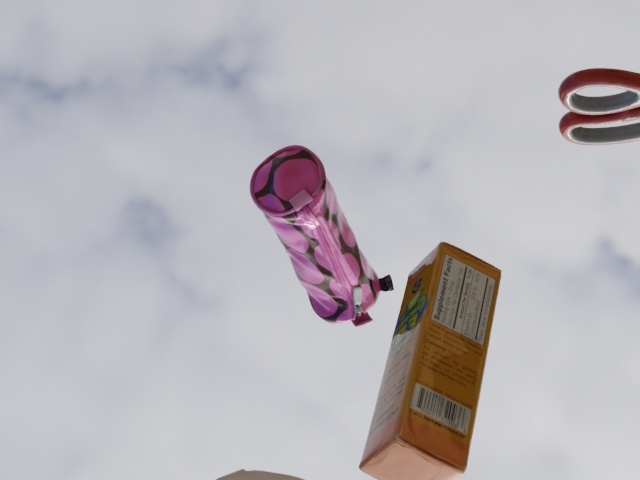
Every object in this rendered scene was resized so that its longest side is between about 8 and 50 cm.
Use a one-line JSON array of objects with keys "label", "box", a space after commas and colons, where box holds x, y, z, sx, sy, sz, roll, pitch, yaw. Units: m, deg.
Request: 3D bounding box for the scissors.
[{"label": "scissors", "box": [0.334, -0.125, 1.069, 0.109, 0.297, 0.021, 50, -143, -54]}]

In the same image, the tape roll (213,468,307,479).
[{"label": "tape roll", "box": [-0.065, 0.396, 1.428, 0.286, 0.100, 0.286, 7, -123, -12]}]

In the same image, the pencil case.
[{"label": "pencil case", "box": [0.000, 0.000, 1.400, 0.098, 0.095, 0.209, -109, -8, -46]}]

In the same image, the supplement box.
[{"label": "supplement box", "box": [0.105, 0.117, 1.228, 0.080, 0.078, 0.233, 29, -131, -11]}]
